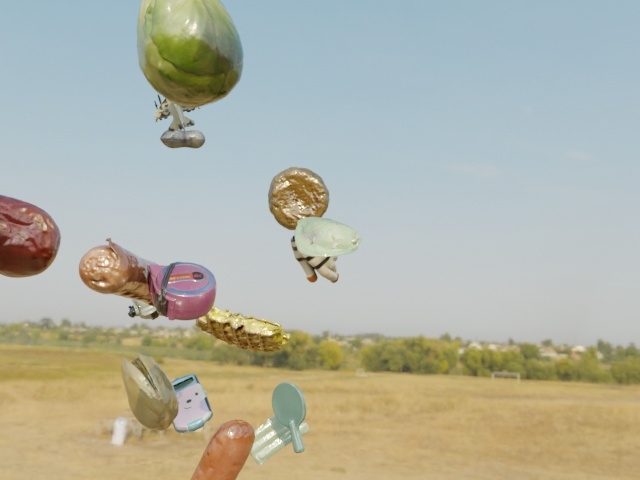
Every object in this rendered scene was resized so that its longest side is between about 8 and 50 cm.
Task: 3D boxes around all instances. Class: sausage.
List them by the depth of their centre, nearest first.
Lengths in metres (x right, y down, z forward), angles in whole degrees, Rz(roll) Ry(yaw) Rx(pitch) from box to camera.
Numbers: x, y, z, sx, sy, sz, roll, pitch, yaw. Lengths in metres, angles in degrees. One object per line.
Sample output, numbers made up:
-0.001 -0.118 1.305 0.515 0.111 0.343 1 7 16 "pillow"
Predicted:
-0.361 0.073 1.221 0.094 0.094 0.419 -16 -10 -1 "sausage"
-0.255 0.576 1.614 0.113 0.259 0.113 27 8 -4 "sausage"

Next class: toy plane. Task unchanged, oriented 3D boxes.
-0.492 -0.467 2.091 0.159 0.234 0.082 -21 13 -15 "toy plane"

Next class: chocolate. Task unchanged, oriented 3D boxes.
-0.502 -0.371 2.292 0.166 0.072 0.072 -2 -6 -31 "chocolate"

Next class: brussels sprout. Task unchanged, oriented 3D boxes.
-0.365 -0.554 1.751 0.281 0.355 0.289 3 21 45 "brussels sprout"

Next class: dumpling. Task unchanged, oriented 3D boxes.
0.005 -0.011 1.787 0.216 0.105 0.149 21 12 29 "dumpling"

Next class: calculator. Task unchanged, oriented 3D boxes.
-0.554 0.671 2.599 0.172 0.051 0.293 -24 42 -15 "calculator"

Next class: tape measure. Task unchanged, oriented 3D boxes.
-0.253 0.089 1.151 0.118 0.074 0.125 -2 37 -22 "tape measure"

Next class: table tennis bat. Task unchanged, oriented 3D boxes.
-0.101 0.613 2.173 0.152 0.244 0.040 -25 -16 36 "table tennis bat"

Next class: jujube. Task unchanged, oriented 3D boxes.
-0.910 -0.017 1.787 0.223 0.223 0.318 -5 -24 40 "jujube"

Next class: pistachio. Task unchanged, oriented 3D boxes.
-0.476 0.420 1.735 0.135 0.226 0.136 -28 -7 -4 "pistachio"

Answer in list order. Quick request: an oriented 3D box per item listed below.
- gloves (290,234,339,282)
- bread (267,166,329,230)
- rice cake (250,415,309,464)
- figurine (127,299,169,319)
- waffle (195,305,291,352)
0.001 0.051 2.099 0.219 0.140 0.131 50 -30 -12 "gloves"
-0.077 -0.149 2.252 0.229 0.230 0.123 3 -4 2 "bread"
-0.167 0.720 2.328 0.237 0.127 0.043 -32 -8 -20 "rice cake"
-0.541 0.204 2.062 0.192 0.126 0.147 -22 26 -23 "figurine"
-0.249 0.286 1.976 0.309 0.065 0.283 -17 -42 44 "waffle"
